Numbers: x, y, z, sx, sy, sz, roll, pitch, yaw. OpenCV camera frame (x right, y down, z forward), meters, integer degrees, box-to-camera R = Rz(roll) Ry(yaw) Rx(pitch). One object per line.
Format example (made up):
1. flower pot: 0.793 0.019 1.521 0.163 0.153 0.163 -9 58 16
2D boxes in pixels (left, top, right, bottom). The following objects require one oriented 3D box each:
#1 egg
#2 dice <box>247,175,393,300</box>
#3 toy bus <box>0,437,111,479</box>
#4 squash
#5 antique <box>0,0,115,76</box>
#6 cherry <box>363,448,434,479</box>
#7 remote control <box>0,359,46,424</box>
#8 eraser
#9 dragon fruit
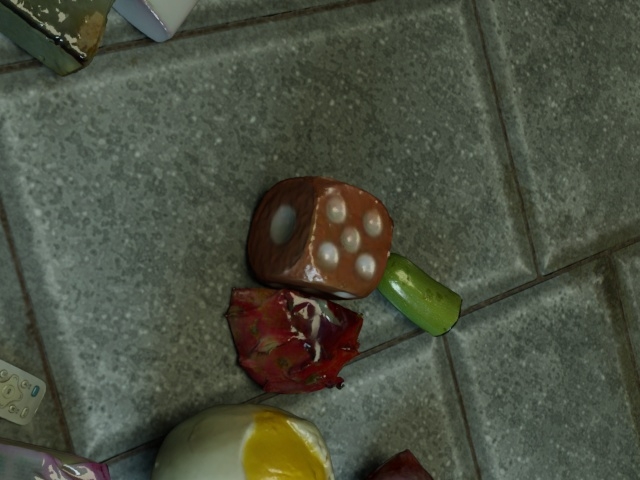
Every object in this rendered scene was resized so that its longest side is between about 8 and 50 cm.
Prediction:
1. egg: -0.118 0.407 1.702 0.283 0.283 0.345 0 94 -35
2. dice: 0.000 0.000 1.886 0.179 0.174 0.175 17 76 -38
3. toy bus: -0.456 0.344 1.537 0.386 0.171 0.162 19 72 -33
4. squash: 0.159 0.090 2.043 0.188 0.095 0.095 35 68 -24
5. antique: -0.441 -0.367 1.625 0.284 0.125 0.150 29 69 -31
6. cherry: 0.124 0.476 1.936 0.192 0.175 0.250 18 77 -19
7. remote control: -0.490 0.188 1.602 0.229 0.044 0.073 34 71 -37
8. eraser: -0.232 -0.467 1.799 0.174 0.095 0.270 43 63 -25
9. dragon fruit: -0.022 0.179 1.880 0.274 0.126 0.161 21 74 -32
